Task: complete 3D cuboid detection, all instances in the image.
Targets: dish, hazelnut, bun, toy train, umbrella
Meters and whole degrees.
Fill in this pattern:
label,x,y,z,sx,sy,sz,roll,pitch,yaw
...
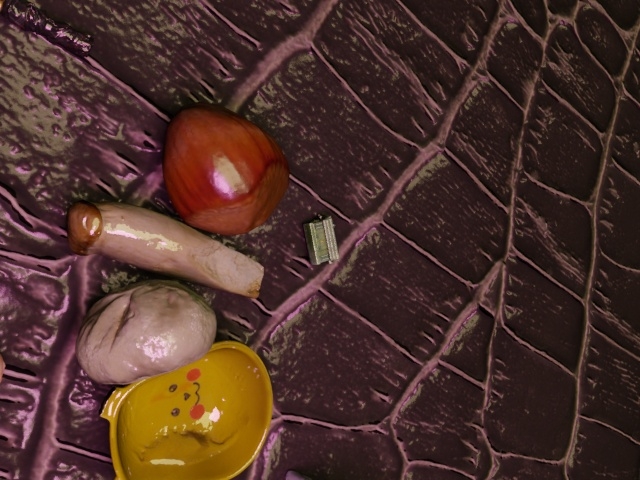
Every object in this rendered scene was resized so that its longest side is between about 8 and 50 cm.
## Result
label,x,y,z,sx,sy,sz,roll,pitch,yaw
dish,-0.210,0.258,0.960,0.262,0.108,0.221,-12,105,-32
hazelnut,-0.154,-0.106,0.968,0.210,0.210,0.186,3,112,-34
bun,-0.244,0.117,0.886,0.195,0.195,0.118,-18,104,-33
toy train,0.000,0.000,1.147,0.056,0.038,0.093,-14,99,-27
umbrella,-0.386,-0.301,0.880,0.144,0.037,0.040,20,93,-36

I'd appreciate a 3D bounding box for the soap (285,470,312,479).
label,x,y,z,sx,sy,sz,roll,pitch,yaw
soap,0.025,0.463,1.073,0.119,0.198,0.066,35,71,-29

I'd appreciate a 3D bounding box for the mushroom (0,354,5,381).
label,x,y,z,sx,sy,sz,roll,pitch,yaw
mushroom,-0.490,0.124,0.749,0.206,0.209,0.206,0,88,-1

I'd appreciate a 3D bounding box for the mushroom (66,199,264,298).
label,x,y,z,sx,sy,sz,roll,pitch,yaw
mushroom,-0.217,0.017,0.957,0.333,0.107,0.087,21,69,-32
